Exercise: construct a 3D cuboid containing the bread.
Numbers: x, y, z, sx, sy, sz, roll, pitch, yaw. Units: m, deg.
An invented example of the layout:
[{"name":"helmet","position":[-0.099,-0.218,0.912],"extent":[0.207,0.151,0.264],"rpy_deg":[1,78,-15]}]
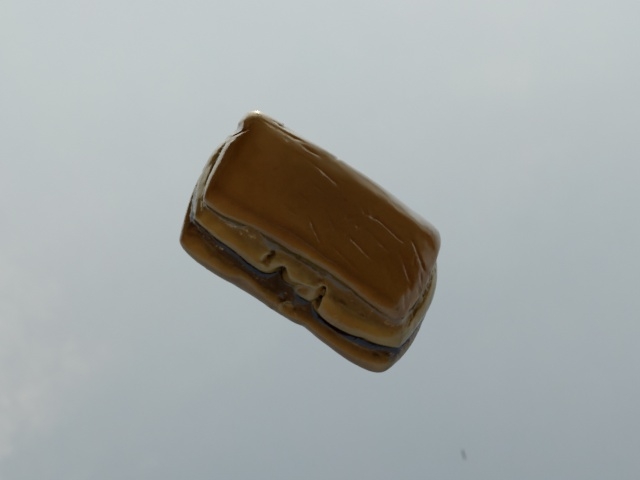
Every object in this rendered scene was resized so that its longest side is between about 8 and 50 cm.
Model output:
[{"name":"bread","position":[0.000,0.000,1.161],"extent":[0.200,0.077,0.116],"rpy_deg":[33,-131,-10]}]
